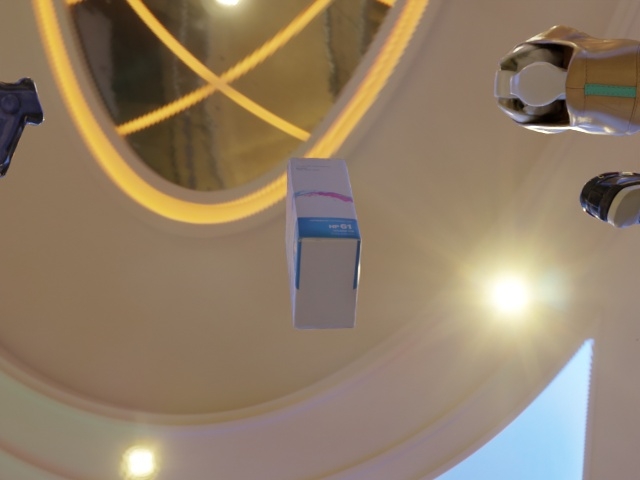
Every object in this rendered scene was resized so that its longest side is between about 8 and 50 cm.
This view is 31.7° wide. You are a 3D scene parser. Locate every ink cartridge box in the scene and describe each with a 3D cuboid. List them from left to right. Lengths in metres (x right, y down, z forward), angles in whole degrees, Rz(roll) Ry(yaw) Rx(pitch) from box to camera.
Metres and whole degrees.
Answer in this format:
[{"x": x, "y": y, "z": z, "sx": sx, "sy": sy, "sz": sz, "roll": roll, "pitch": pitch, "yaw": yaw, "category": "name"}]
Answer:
[{"x": 0.000, "y": 0.000, "z": 0.915, "sx": 0.052, "sy": 0.122, "sz": 0.089, "roll": -1, "pitch": -55, "yaw": -6, "category": "ink cartridge box"}]

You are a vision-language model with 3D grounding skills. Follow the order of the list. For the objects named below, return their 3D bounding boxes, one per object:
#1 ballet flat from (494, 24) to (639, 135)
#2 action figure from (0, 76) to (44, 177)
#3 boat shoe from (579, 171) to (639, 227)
[{"x": 0.161, "y": -0.114, "z": 0.794, "sx": 0.073, "sy": 0.232, "sz": 0.080, "roll": -1, "pitch": -84, "yaw": -10, "category": "ballet flat"}, {"x": -0.380, "y": -0.038, "z": 0.764, "sx": 0.178, "sy": 0.341, "sz": 0.330, "roll": 23, "pitch": -74, "yaw": 60, "category": "action figure"}, {"x": 0.268, "y": -0.036, "z": 0.948, "sx": 0.042, "sy": 0.133, "sz": 0.049, "roll": 35, "pitch": -65, "yaw": 41, "category": "boat shoe"}]
